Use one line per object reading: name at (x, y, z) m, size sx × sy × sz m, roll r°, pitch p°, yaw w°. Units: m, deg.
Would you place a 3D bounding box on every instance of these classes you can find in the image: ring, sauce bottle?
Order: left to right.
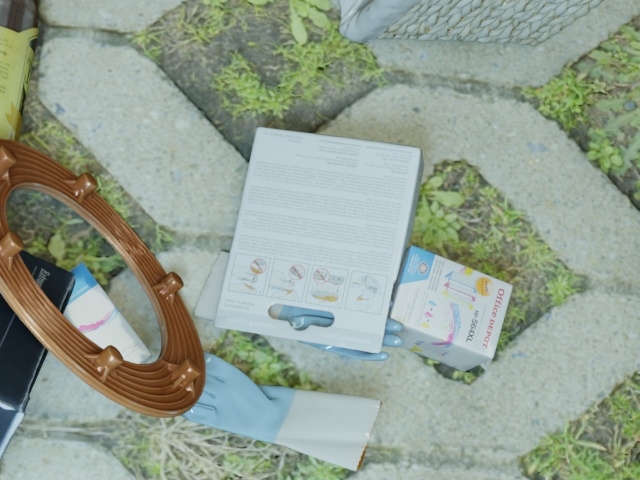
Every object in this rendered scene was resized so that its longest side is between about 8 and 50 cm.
sauce bottle at (-0.354, -0.198, 1.726) m, size 0.111 × 0.111 × 0.344 m, roll 12°, pitch 76°, yaw -13°
ring at (-0.224, 0.028, 1.618) m, size 0.032 × 0.336 × 0.336 m, roll -39°, pitch 90°, yaw 16°

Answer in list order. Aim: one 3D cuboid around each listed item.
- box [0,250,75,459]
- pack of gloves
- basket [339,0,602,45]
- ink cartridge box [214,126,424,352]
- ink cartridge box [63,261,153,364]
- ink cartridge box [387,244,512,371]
box at (-0.461, 0.086, 1.501) m, size 0.395 × 0.293 × 0.212 m, roll 26°, pitch 110°, yaw -8°
pack of gloves at (-0.034, 0.131, 1.750) m, size 0.232 × 0.046 × 0.195 m, roll 15°, pitch 65°, yaw 16°
basket at (0.186, -0.412, 1.819) m, size 0.266 × 0.331 × 0.328 m, roll 2°, pitch 77°, yaw -18°
ink cartridge box at (0.000, 0.000, 1.776) m, size 0.189 × 0.066 × 0.232 m, roll 8°, pitch 79°, yaw 12°
ink cartridge box at (-0.235, 0.092, 1.703) m, size 0.052 × 0.088 × 0.122 m, roll -38°, pitch 90°, yaw -21°
ink cartridge box at (0.139, 0.079, 1.814) m, size 0.143 × 0.090 × 0.092 m, roll 21°, pitch 72°, yaw -10°
